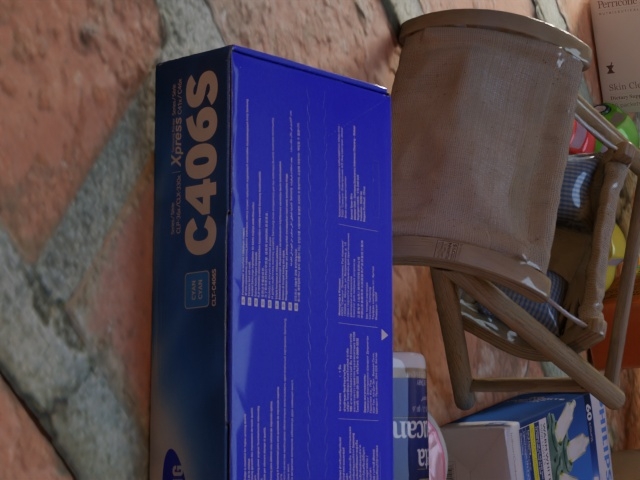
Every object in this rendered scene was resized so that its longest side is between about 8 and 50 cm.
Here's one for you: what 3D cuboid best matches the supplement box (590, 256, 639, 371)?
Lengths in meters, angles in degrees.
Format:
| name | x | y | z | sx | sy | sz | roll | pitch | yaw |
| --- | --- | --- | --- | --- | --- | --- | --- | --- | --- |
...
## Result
| name | x | y | z | sx | sy | sz | roll | pitch | yaw |
| --- | --- | --- | --- | --- | --- | --- | --- | --- | --- |
| supplement box | 0.369 | 0.074 | 1.847 | 0.233 | 0.078 | 0.080 | -27 | 106 | -60 |

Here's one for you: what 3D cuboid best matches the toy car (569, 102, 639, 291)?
| name | x | y | z | sx | sy | sz | roll | pitch | yaw |
| --- | --- | --- | --- | --- | --- | --- | --- | --- | --- |
| toy car | 0.302 | -0.083 | 1.771 | 0.225 | 0.053 | 0.239 | -55 | 133 | -49 |

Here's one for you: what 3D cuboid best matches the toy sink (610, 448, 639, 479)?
| name | x | y | z | sx | sy | sz | roll | pitch | yaw |
| --- | --- | --- | --- | --- | --- | --- | --- | --- | --- |
| toy sink | 0.365 | 0.354 | 1.744 | 0.153 | 0.131 | 0.234 | -33 | 110 | -58 |

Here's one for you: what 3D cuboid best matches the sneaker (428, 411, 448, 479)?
| name | x | y | z | sx | sy | sz | roll | pitch | yaw |
| --- | --- | --- | --- | --- | --- | --- | --- | --- | --- |
| sneaker | 0.069 | 0.199 | 1.302 | 0.070 | 0.051 | 0.134 | -28 | 115 | -65 |

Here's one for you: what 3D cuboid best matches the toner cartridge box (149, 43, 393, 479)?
| name | x | y | z | sx | sy | sz | roll | pitch | yaw |
| --- | --- | --- | --- | --- | --- | --- | --- | --- | --- |
| toner cartridge box | -0.030 | 0.060 | 1.087 | 0.165 | 0.075 | 0.348 | 10 | 77 | -47 |

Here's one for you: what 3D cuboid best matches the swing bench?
| name | x | y | z | sx | sy | sz | roll | pitch | yaw |
| --- | --- | --- | --- | --- | --- | --- | --- | --- | --- |
| swing bench | 0.160 | -0.026 | 1.386 | 0.255 | 0.165 | 0.253 | 52 | 43 | -45 |

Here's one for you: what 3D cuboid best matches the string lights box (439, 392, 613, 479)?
| name | x | y | z | sx | sy | sz | roll | pitch | yaw |
| --- | --- | --- | --- | --- | --- | --- | --- | --- | --- |
| string lights box | 0.187 | 0.215 | 1.491 | 0.259 | 0.076 | 0.133 | -8 | 92 | -62 |

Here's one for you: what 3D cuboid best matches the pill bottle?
| name | x | y | z | sx | sy | sz | roll | pitch | yaw |
| --- | --- | --- | --- | --- | --- | --- | --- | --- | --- |
| pill bottle | 0.032 | 0.167 | 1.195 | 0.094 | 0.094 | 0.169 | 10 | 77 | -61 |

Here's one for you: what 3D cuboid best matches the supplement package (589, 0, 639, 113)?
| name | x | y | z | sx | sy | sz | roll | pitch | yaw |
| --- | --- | --- | --- | --- | --- | --- | --- | --- | --- |
| supplement package | 0.468 | -0.241 | 1.880 | 0.204 | 0.262 | 0.145 | -28 | 110 | -59 |
